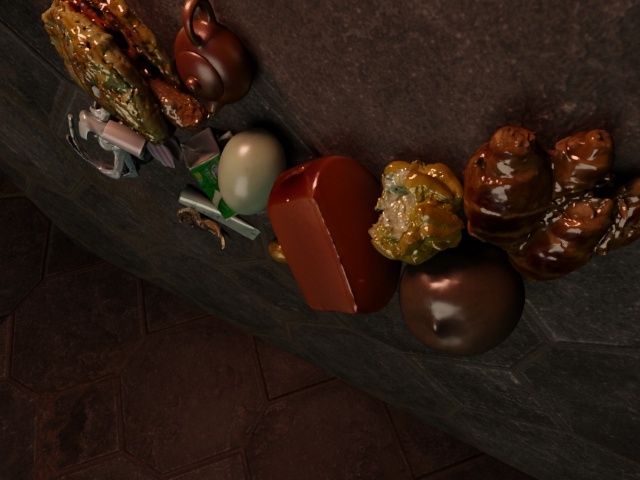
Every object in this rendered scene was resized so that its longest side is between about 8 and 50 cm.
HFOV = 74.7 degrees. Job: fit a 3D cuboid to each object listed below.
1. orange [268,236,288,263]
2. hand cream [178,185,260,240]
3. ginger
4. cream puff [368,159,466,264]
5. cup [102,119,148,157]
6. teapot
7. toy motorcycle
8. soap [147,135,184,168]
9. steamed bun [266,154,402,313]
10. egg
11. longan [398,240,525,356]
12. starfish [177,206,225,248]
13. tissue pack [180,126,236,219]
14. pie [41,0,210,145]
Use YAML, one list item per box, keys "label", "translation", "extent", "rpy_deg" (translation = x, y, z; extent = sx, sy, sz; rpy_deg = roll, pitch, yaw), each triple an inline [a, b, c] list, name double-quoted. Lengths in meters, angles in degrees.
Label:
- label: "orange"
  translation: [-0.102, 0.027, 1.221]
  extent: [0.095, 0.085, 0.085]
  rpy_deg: [25, 153, 26]
- label: "hand cream"
  translation: [-0.376, -0.093, 1.554]
  extent: [0.321, 0.067, 0.109]
  rpy_deg: [32, 152, -12]
- label: "ginger"
  translation: [0.391, -0.064, 0.737]
  extent: [0.358, 0.152, 0.274]
  rpy_deg: [38, 152, -18]
- label: "cream puff"
  translation: [0.217, -0.052, 0.873]
  extent: [0.195, 0.220, 0.194]
  rpy_deg: [8, -172, -1]
- label: "cup"
  translation: [-0.570, -0.298, 1.237]
  extent: [0.116, 0.074, 0.104]
  rpy_deg: [23, 176, -21]
- label: "teapot"
  translation: [-0.234, -0.370, 0.864]
  extent: [0.178, 0.135, 0.252]
  rpy_deg: [20, 152, 12]
- label: "toy motorcycle"
  translation: [-0.664, -0.318, 1.329]
  extent: [0.154, 0.206, 0.260]
  rpy_deg: [60, 178, 44]
- label: "soap"
  translation: [-0.495, -0.300, 1.316]
  extent: [0.100, 0.056, 0.149]
  rpy_deg: [17, 149, 25]
- label: "steamed bun"
  translation: [0.056, -0.021, 1.022]
  extent: [0.235, 0.248, 0.379]
  rpy_deg: [-6, 111, 48]
- label: "egg"
  translation: [-0.173, -0.172, 1.065]
  extent: [0.168, 0.168, 0.230]
  rpy_deg: [25, 117, 11]
- label: "longan"
  translation: [0.327, 0.130, 0.995]
  extent: [0.297, 0.297, 0.297]
  rpy_deg: [23, 152, 14]
- label: "starfish"
  translation: [-0.466, -0.058, 1.690]
  extent: [0.238, 0.071, 0.216]
  rpy_deg: [13, 155, 49]
- label: "tissue pack"
  translation: [-0.271, -0.199, 1.194]
  extent: [0.148, 0.156, 0.209]
  rpy_deg: [56, 175, 42]
- label: "pie"
  translation: [-0.496, -0.397, 1.021]
  extent: [0.418, 0.180, 0.395]
  rpy_deg: [19, 153, 47]
